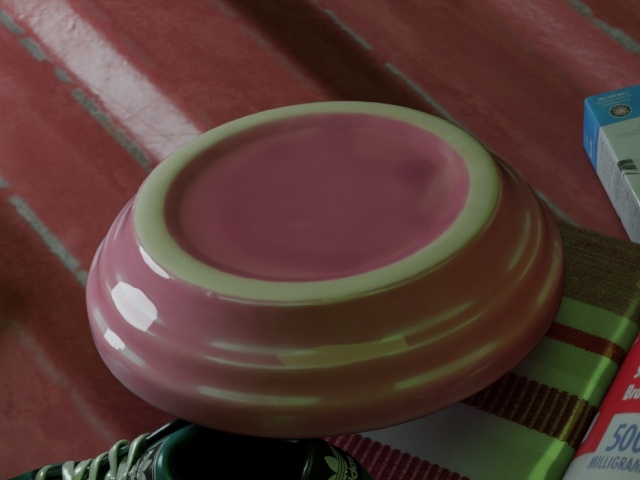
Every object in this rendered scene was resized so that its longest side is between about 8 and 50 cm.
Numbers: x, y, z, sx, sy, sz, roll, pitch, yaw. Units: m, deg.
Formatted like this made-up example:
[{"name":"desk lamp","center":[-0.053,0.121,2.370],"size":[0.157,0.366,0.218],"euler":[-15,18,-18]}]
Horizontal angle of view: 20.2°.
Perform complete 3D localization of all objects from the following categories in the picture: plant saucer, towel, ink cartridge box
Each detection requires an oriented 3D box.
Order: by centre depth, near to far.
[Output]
[{"name":"plant saucer","center":[0.000,0.000,1.231],"size":[0.332,0.084,0.332],"euler":[-5,33,3]},{"name":"towel","center":[0.076,0.113,1.265],"size":[0.237,0.037,0.329],"euler":[18,64,33]},{"name":"ink cartridge box","center":[0.286,-0.044,1.416],"size":[0.104,0.060,0.180],"euler":[-13,51,-7]}]

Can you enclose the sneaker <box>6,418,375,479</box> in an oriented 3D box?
[{"name":"sneaker","center":[-0.111,0.168,1.200],"size":[0.302,0.121,0.108],"euler":[-8,53,17]}]

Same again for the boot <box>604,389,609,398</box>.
[{"name":"boot","center":[0.240,0.159,1.261],"size":[0.248,0.090,0.207],"euler":[27,70,22]}]

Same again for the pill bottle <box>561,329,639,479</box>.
[{"name":"pill bottle","center":[0.321,0.068,1.114],"size":[0.229,0.229,0.407],"euler":[23,68,21]}]
